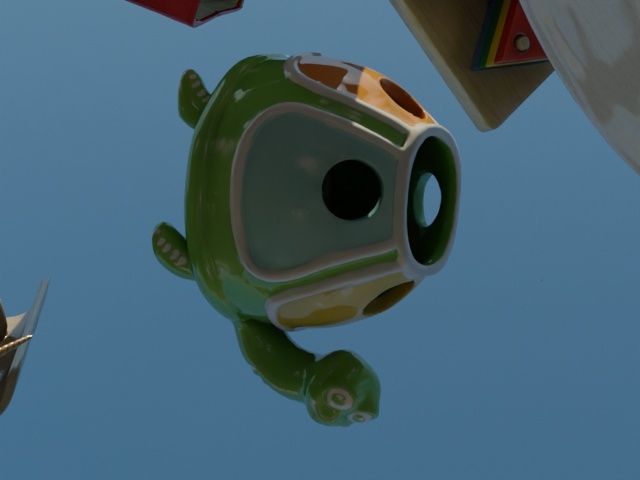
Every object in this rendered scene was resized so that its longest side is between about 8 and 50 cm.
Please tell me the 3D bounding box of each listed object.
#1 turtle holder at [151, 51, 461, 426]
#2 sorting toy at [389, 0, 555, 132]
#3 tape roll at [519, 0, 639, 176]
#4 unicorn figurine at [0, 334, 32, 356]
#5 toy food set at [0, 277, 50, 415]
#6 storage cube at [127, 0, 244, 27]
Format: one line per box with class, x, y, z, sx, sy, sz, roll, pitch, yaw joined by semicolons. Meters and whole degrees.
turtle holder;-0.006;-0.013;1.093;0.227;0.243;0.320;6;-112;30
sorting toy;0.215;-0.302;1.358;0.255;0.089;0.257;-44;-72;-24
tape roll;0.188;-0.155;0.369;0.072;0.392;0.392;-24;-97;-26
unicorn figurine;-0.230;0.059;0.655;0.060;0.162;0.111;-43;-77;6
toy food set;-0.425;0.090;1.146;0.306;0.219;0.092;-2;-68;-5
storage cube;-0.171;-0.370;1.335;0.193;0.183;0.215;22;-68;7
